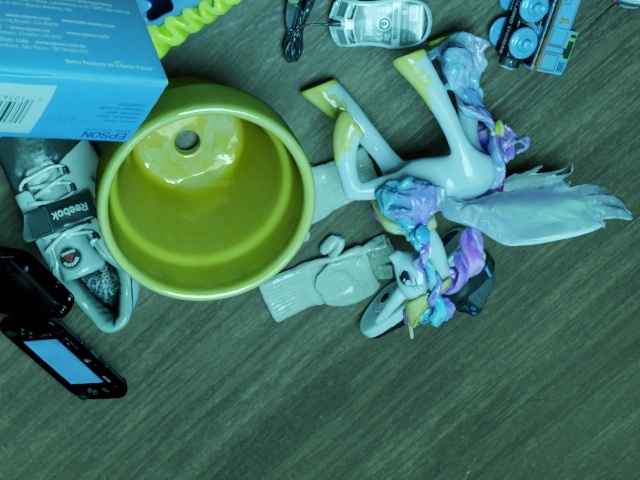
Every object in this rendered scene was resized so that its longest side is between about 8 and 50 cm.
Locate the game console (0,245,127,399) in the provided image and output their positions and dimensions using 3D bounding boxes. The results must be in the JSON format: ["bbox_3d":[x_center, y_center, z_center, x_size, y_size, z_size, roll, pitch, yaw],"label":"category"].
[{"bbox_3d":[-0.377,0.114,1.467,0.213,0.044,0.361,1,143,36],"label":"game console"}]

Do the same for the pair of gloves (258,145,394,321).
[{"bbox_3d":[0.000,0.000,1.564,0.204,0.042,0.240,-16,120,-5],"label":"pair of gloves"}]

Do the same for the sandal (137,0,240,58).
[{"bbox_3d":[-0.161,-0.317,1.282,0.317,0.126,0.138,-29,109,25],"label":"sandal"}]

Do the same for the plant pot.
[{"bbox_3d":[-0.153,-0.089,1.366,0.254,0.239,0.254,-6,117,-11],"label":"plant pot"}]

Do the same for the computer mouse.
[{"bbox_3d":[0.047,-0.283,1.429,0.193,0.042,0.106,0,113,-7],"label":"computer mouse"}]

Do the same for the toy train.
[{"bbox_3d":[0.295,-0.310,1.456,0.105,0.080,0.184,5,114,-26],"label":"toy train"}]

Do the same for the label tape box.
[{"bbox_3d":[-0.339,-0.274,1.166,0.249,0.347,0.115,-2,147,-39],"label":"label tape box"}]

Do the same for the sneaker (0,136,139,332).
[{"bbox_3d":[-0.316,-0.025,1.417,0.123,0.146,0.330,-25,119,2],"label":"sneaker"}]

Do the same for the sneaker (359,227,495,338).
[{"bbox_3d":[0.171,0.093,1.632,0.217,0.079,0.121,-43,117,8],"label":"sneaker"}]

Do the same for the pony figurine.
[{"bbox_3d":[0.185,-0.083,1.459,0.351,0.303,0.363,-22,100,0],"label":"pony figurine"}]

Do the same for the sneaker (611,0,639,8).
[{"bbox_3d":[0.533,-0.352,1.473,0.299,0.120,0.112,-10,150,0],"label":"sneaker"}]
